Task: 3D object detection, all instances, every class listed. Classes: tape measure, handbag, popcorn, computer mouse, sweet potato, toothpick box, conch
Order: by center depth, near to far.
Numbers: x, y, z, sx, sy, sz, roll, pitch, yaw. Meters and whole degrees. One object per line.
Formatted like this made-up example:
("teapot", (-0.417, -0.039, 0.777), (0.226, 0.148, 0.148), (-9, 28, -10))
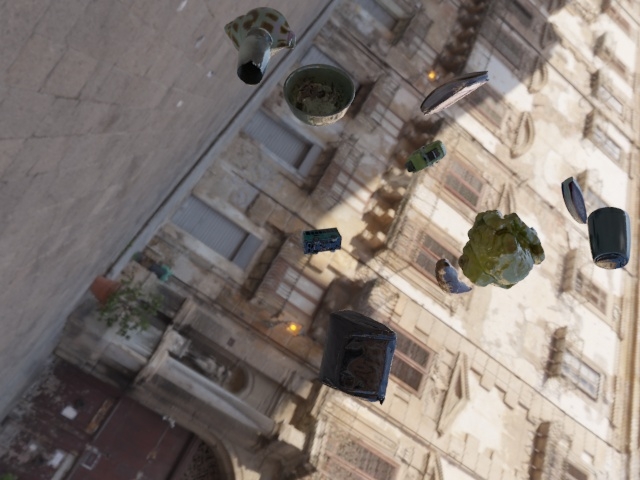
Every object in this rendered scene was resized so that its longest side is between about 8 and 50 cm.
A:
("toothpick box", (0.904, -0.004, 1.526), (0.120, 0.120, 0.184), (-36, -151, 52))
("handbag", (0.127, 0.436, 1.806), (0.275, 0.177, 0.302), (19, -80, 47))
("computer mouse", (0.498, -0.565, 1.843), (0.158, 0.072, 0.310), (-22, 180, -23))
("popcorn", (0.680, 0.025, 1.856), (0.312, 0.312, 0.312), (-50, -167, 16))
("tape measure", (0.434, -0.342, 1.976), (0.154, 0.088, 0.177), (-26, -168, 29))
("conch", (-0.261, -0.862, 2.044), (0.367, 0.197, 0.249), (-4, -151, 37))
("sweet potato", (0.550, 0.171, 2.087), (0.106, 0.354, 0.095), (-29, -128, 20))

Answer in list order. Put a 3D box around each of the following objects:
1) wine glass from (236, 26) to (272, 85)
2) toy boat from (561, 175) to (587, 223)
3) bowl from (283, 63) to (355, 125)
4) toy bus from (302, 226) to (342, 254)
("wine glass", (-0.228, -0.640, 1.687), (0.111, 0.111, 0.205), (-39, -144, 48))
("toy boat", (1.006, -0.147, 1.917), (0.080, 0.229, 0.046), (-32, -154, 1))
("bowl", (-0.008, -0.573, 2.011), (0.289, 0.289, 0.146), (-60, 167, -25))
("toy bus", (0.000, 0.000, 1.999), (0.092, 0.160, 0.079), (-113, -159, -47))
